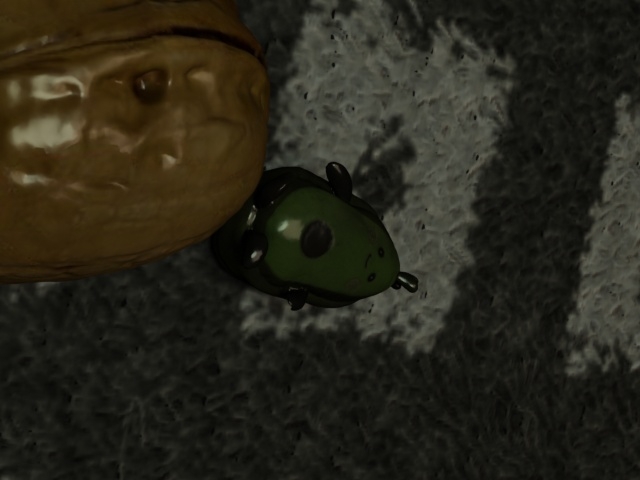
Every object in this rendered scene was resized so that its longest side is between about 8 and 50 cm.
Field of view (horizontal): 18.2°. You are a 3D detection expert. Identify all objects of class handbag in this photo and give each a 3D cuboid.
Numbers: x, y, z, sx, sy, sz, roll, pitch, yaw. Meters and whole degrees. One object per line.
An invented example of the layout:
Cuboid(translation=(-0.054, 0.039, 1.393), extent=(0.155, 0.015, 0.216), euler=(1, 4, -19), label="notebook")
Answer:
Cuboid(translation=(0.000, 0.000, 0.943), extent=(0.111, 0.047, 0.072), euler=(22, 86, -42), label="handbag")

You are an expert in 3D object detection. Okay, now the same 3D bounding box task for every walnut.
Cuboid(translation=(-0.098, -0.056, 0.778), extent=(0.180, 0.144, 0.144), euler=(-4, 103, -34), label="walnut")
